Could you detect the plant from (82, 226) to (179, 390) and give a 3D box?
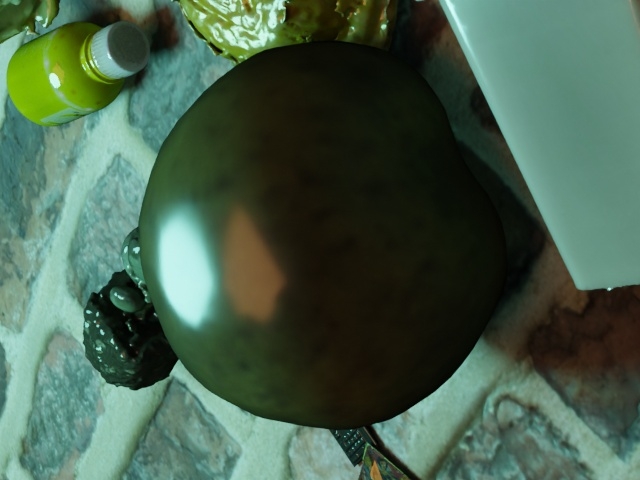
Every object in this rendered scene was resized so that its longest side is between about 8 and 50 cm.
[{"bbox_3d":[-0.221,0.077,1.963,0.149,0.146,0.274,41,133,12],"label":"plant"}]

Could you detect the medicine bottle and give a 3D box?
[{"bbox_3d":[-0.308,-0.226,1.952,0.212,0.122,0.122,-13,96,48],"label":"medicine bottle"}]

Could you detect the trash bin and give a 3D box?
[{"bbox_3d":[0.257,-0.154,1.320,0.296,0.256,0.368,-10,106,46],"label":"trash bin"}]

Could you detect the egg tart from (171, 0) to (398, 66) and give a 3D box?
[{"bbox_3d":[-0.060,-0.300,1.658,0.341,0.132,0.341,19,119,39],"label":"egg tart"}]

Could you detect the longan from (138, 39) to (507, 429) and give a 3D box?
[{"bbox_3d":[0.000,0.000,1.562,0.404,0.336,0.405,0,91,7],"label":"longan"}]

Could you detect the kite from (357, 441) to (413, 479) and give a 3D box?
[{"bbox_3d":[0.080,0.303,1.836,0.222,0.008,0.125,-16,100,48],"label":"kite"}]

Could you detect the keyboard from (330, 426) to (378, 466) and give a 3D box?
[{"bbox_3d":[0.001,0.186,1.878,0.202,0.011,0.067,55,137,15],"label":"keyboard"}]

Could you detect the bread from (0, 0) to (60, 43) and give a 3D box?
[{"bbox_3d":[-0.445,-0.449,1.905,0.361,0.250,0.394,-42,57,26],"label":"bread"}]
